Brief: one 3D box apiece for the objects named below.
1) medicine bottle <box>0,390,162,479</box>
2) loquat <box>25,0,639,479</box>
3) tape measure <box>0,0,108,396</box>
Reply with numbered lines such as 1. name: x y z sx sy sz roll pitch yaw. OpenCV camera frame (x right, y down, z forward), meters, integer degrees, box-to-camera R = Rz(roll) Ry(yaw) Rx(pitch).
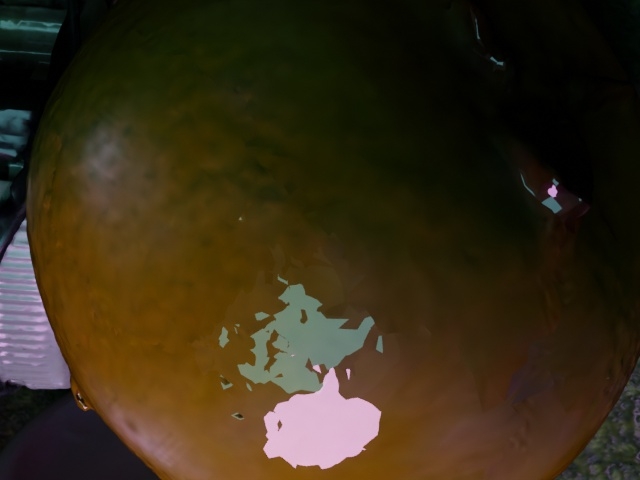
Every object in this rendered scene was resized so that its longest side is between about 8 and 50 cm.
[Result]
1. medicine bottle: -0.081 0.294 1.090 0.219 0.219 0.388 -1 123 18
2. loquat: 0.000 0.000 0.801 0.328 0.328 0.359 44 140 -15
3. tape measure: -0.187 -0.032 0.901 0.115 0.207 0.235 5 127 2
